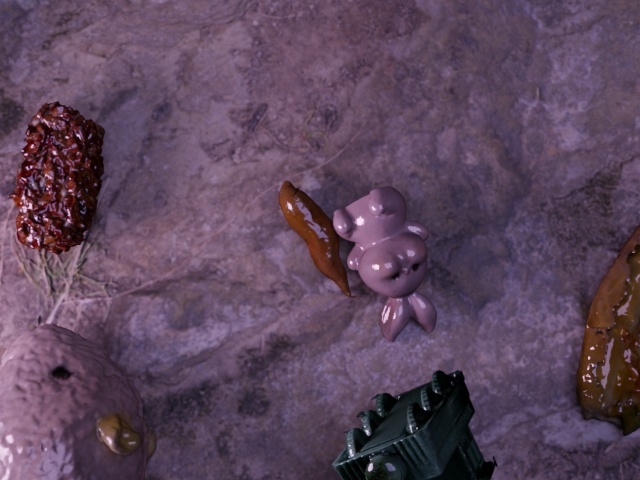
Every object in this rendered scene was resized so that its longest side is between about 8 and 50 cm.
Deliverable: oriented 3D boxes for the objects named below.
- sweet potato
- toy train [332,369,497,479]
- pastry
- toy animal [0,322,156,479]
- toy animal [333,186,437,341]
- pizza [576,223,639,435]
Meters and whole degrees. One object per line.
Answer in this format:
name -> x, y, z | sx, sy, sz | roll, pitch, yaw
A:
sweet potato -> 0.000, 0.000, 1.846 | 0.056, 0.056, 0.195 | -29, 91, -15
toy train -> 0.132, 0.280, 1.683 | 0.138, 0.330, 0.178 | -24, 93, 18
pastry -> -0.353, -0.082, 1.772 | 0.115, 0.097, 0.208 | 5, 76, -3
toy animal -> -0.336, 0.288, 1.650 | 0.226, 0.188, 0.358 | 17, 76, -1
toy animal -> 0.107, 0.034, 1.823 | 0.124, 0.124, 0.212 | -25, 87, -14
pizza -> 0.528, 0.130, 1.901 | 0.392, 0.080, 0.435 | -19, 81, -14
